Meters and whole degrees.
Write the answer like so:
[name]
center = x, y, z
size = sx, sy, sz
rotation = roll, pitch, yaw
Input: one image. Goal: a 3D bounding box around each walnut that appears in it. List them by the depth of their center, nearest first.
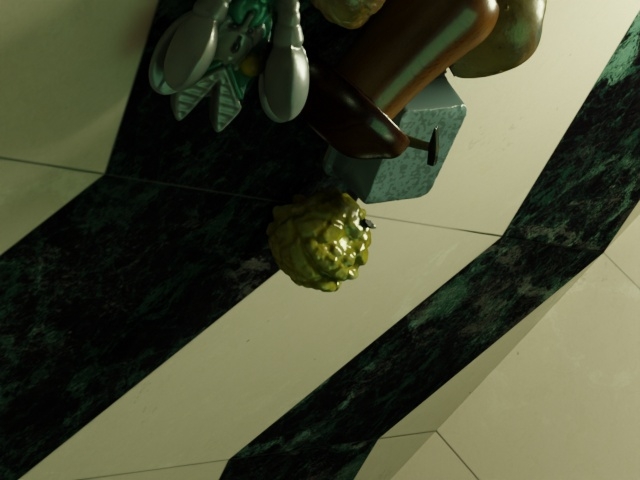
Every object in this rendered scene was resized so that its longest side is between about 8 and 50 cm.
[walnut]
center = 0.036, -0.324, 1.776
size = 0.105, 0.105, 0.124
rotation = -51, 155, 20

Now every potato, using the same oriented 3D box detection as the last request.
[potato]
center = 0.273, -0.320, 2.054
size = 0.182, 0.117, 0.202
rotation = -10, 121, -57

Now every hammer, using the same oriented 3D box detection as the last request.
[hammer]
center = 0.080, -0.162, 2.020
size = 0.013, 0.199, 0.062
rotation = -49, 152, -51

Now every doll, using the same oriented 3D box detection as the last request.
[doll]
center = -0.113, -0.243, 1.653
size = 0.195, 0.153, 0.258
rotation = -8, 122, -8

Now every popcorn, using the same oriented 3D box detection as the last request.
[popcorn]
center = 0.006, -0.003, 2.209
size = 0.174, 0.173, 0.142
rotation = -24, 162, -34

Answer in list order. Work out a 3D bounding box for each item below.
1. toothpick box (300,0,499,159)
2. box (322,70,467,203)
[toothpick box]
center = 0.099, -0.250, 1.904
size = 0.294, 0.192, 0.192
rotation = -49, 156, 1
[box]
center = 0.113, -0.166, 2.122
size = 0.162, 0.130, 0.227
rotation = -8, 139, -34
